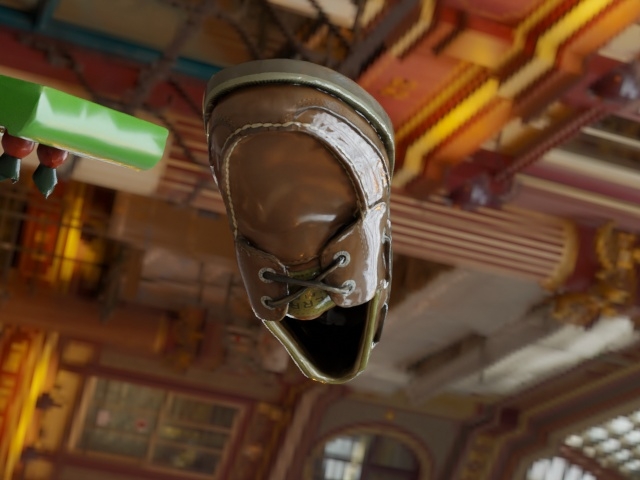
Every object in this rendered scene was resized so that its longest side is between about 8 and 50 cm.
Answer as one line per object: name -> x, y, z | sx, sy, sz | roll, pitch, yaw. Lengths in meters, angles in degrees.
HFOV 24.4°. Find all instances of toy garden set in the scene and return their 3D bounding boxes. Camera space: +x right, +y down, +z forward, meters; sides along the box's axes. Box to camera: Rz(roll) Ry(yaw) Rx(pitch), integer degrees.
toy garden set -> -0.216, -0.062, 0.590 | 0.204, 0.244, 0.049 | 14, 90, -69

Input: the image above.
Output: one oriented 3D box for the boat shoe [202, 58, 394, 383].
boat shoe -> 0.000, 0.000, 0.927 | 0.307, 0.110, 0.105 | 63, 24, -62
